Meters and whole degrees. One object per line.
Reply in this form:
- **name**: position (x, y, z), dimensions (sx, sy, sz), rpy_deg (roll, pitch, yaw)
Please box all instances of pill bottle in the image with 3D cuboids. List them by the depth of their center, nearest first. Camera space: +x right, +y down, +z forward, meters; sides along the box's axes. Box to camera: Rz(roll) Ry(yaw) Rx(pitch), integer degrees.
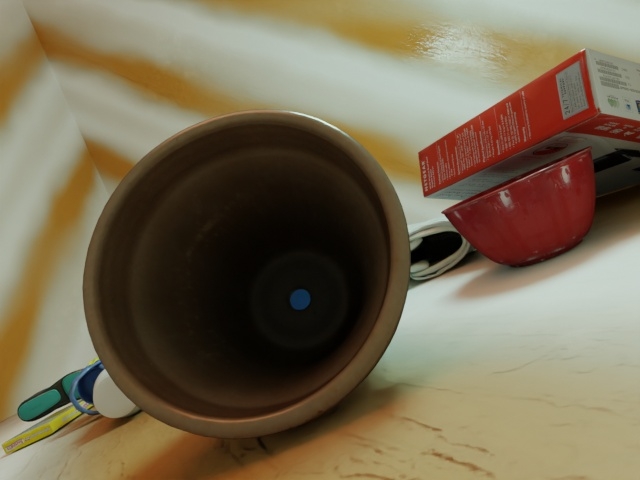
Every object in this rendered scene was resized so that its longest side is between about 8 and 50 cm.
- **pill bottle**: position (-0.320, 0.239, 0.775), dimensions (0.087, 0.087, 0.160), rpy_deg (-24, -1, -15)

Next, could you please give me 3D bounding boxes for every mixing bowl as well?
- **mixing bowl**: position (0.251, -0.029, 0.567), dimensions (0.182, 0.098, 0.181), rpy_deg (-25, -2, -1)

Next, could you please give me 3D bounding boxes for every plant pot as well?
- **plant pot**: position (-0.045, 0.045, 0.462), dimensions (0.263, 0.262, 0.229), rpy_deg (-24, -20, 2)

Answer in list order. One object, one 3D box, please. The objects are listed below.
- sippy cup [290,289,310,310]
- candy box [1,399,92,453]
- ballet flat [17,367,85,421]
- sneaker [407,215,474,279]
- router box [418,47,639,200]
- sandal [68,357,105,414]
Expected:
- **sippy cup**: position (-0.049, 0.004, 0.719), dimensions (0.306, 0.239, 0.224), rpy_deg (-16, 32, 8)
- **candy box**: position (-0.583, 0.397, 1.034), dimensions (0.105, 0.027, 0.206), rpy_deg (-27, -2, -2)
- **ballet flat**: position (-0.614, 0.364, 1.132), dimensions (0.203, 0.074, 0.074), rpy_deg (-26, -1, -21)
- **sneaker**: position (0.137, 0.025, 0.841), dimensions (0.293, 0.107, 0.169), rpy_deg (-24, -4, 27)
- **router box**: position (0.373, -0.136, 0.698), dimensions (0.336, 0.082, 0.301), rpy_deg (1, -13, -25)
- **sandal**: position (-0.355, 0.249, 0.916), dimensions (0.318, 0.126, 0.138), rpy_deg (-33, 1, 7)
